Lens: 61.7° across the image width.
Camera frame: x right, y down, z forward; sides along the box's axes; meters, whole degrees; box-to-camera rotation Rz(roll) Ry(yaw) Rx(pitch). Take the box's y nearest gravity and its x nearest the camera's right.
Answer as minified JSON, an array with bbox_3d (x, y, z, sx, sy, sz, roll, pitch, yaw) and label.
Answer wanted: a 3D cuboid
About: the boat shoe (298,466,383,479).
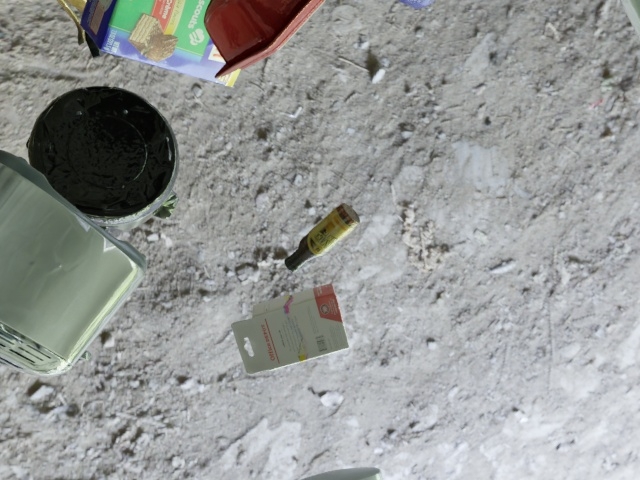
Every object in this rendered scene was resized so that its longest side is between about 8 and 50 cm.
[{"bbox_3d":[-0.039,0.442,0.830,0.306,0.113,0.105,-14,79,-15],"label":"boat shoe"}]

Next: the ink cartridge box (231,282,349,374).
[{"bbox_3d":[-0.056,0.165,1.001,0.198,0.067,0.115,-15,105,-1],"label":"ink cartridge box"}]

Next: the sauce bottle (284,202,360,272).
[{"bbox_3d":[0.000,0.000,0.771,0.042,0.042,0.128,33,116,-29],"label":"sauce bottle"}]

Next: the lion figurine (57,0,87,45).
[{"bbox_3d":[-0.474,-0.593,1.177,0.392,0.142,0.240,-29,158,16],"label":"lion figurine"}]

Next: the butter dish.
[{"bbox_3d":[-0.084,-0.297,0.655,0.118,0.159,0.160,48,66,-26],"label":"butter dish"}]

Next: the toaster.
[{"bbox_3d":[-0.286,0.024,0.492,0.227,0.129,0.146,49,52,-36],"label":"toaster"}]

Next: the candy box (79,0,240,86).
[{"bbox_3d":[-0.265,-0.476,1.064,0.317,0.122,0.268,-1,132,-49],"label":"candy box"}]

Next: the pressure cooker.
[{"bbox_3d":[-0.595,-0.200,1.505,0.375,0.420,0.370,-21,94,-23],"label":"pressure cooker"}]

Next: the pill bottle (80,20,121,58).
[{"bbox_3d":[-0.505,-0.552,1.403,0.219,0.123,0.123,-21,118,-15],"label":"pill bottle"}]

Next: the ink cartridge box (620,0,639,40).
[{"bbox_3d":[0.248,-0.264,0.329,0.181,0.056,0.225,-29,102,26],"label":"ink cartridge box"}]

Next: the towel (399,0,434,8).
[{"bbox_3d":[0.045,-0.327,0.396,0.308,0.076,0.228,1,137,-45],"label":"towel"}]
